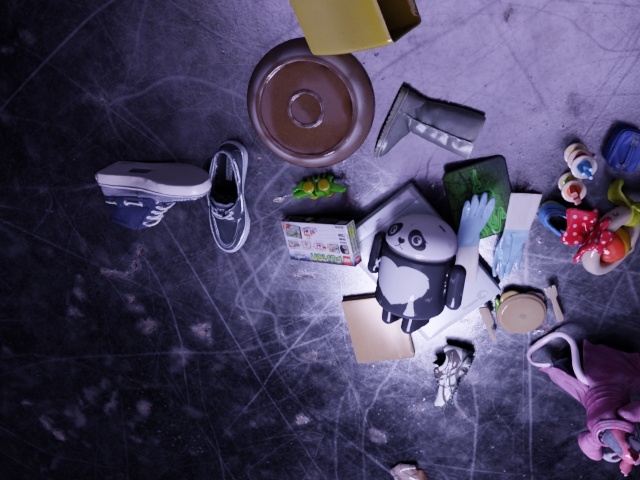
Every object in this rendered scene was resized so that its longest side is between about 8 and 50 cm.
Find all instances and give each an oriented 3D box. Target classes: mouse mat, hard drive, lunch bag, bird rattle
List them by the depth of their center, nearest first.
[{"bbox_3d":[0.630,-0.008,1.334,0.143,0.253,0.206,29,148,42],"label":"bird rattle"},{"bbox_3d":[0.658,-0.195,1.341,0.067,0.065,0.098,17,116,4],"label":"lunch bag"},{"bbox_3d":[0.379,-0.093,1.462,0.153,0.007,0.189,-18,111,3],"label":"mouse mat"},{"bbox_3d":[0.247,0.060,1.551,0.233,0.047,0.353,-38,102,19],"label":"hard drive"}]

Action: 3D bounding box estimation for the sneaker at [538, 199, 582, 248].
[{"bbox_3d":[0.596,-0.015,1.431,0.209,0.082,0.069,31,115,-4],"label":"sneaker"}]

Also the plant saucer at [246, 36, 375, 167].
[{"bbox_3d":[-0.030,-0.311,1.450,0.311,0.050,0.310,5,116,11],"label":"plant saucer"}]

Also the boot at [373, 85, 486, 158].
[{"bbox_3d":[0.245,-0.238,1.418,0.209,0.076,0.189,23,120,-6],"label":"boot"}]

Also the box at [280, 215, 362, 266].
[{"bbox_3d":[0.000,0.000,1.547,0.207,0.036,0.114,6,119,38],"label":"box"}]

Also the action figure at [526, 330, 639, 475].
[{"bbox_3d":[0.668,0.368,1.430,0.276,0.370,0.248,39,116,-6],"label":"action figure"}]

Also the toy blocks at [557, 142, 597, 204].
[{"bbox_3d":[0.559,-0.134,1.345,0.054,0.148,0.123,6,115,10],"label":"toy blocks"}]

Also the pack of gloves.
[{"bbox_3d":[0.403,-0.013,1.478,0.195,0.046,0.232,0,115,-17],"label":"pack of gloves"}]

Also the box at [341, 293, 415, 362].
[{"bbox_3d":[0.157,0.237,1.678,0.165,0.021,0.201,-9,113,15],"label":"box"}]

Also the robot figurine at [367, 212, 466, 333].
[{"bbox_3d":[0.218,0.075,1.441,0.209,0.173,0.278,8,112,0],"label":"robot figurine"}]

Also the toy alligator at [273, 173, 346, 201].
[{"bbox_3d":[-0.029,-0.133,1.533,0.190,0.056,0.051,-7,71,17],"label":"toy alligator"}]

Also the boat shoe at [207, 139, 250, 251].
[{"bbox_3d":[-0.237,-0.096,1.563,0.108,0.102,0.301,12,116,7],"label":"boat shoe"}]

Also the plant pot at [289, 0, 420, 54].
[{"bbox_3d":[0.058,-0.493,1.267,0.187,0.212,0.212,-13,112,31],"label":"plant pot"}]

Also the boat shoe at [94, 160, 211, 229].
[{"bbox_3d":[-0.411,-0.106,1.577,0.341,0.127,0.158,10,123,28],"label":"boat shoe"}]

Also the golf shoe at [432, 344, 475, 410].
[{"bbox_3d":[0.338,0.366,1.677,0.094,0.077,0.198,26,111,12],"label":"golf shoe"}]

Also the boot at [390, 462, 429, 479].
[{"bbox_3d":[0.269,0.716,1.870,0.087,0.042,0.118,-25,106,28],"label":"boot"}]

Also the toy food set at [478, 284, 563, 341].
[{"bbox_3d":[0.506,0.177,1.570,0.192,0.038,0.132,-19,116,14],"label":"toy food set"}]
